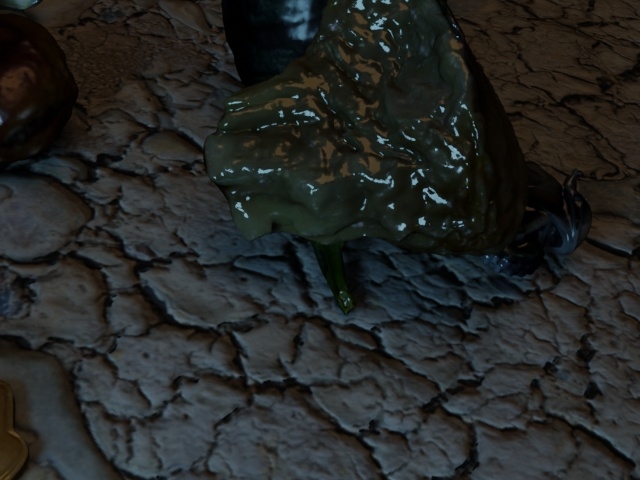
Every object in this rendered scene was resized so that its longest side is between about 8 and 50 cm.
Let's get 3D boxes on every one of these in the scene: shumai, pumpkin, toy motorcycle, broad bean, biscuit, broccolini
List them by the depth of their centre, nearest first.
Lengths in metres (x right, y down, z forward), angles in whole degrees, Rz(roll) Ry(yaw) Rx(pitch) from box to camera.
[{"bbox_3d":[-0.295,0.151,0.787,0.140,0.023,0.118,26,41,15],"label":"biscuit"},{"bbox_3d":[0.044,-0.106,1.005,0.283,0.217,0.346,-29,72,12],"label":"shumai"},{"bbox_3d":[0.013,-0.001,1.047,0.058,0.074,0.201,-5,56,-26],"label":"broccolini"},{"bbox_3d":[-0.355,-0.174,1.086,0.156,0.122,0.228,-29,44,-8],"label":"broad bean"},{"bbox_3d":[0.216,-0.064,1.130,0.159,0.106,0.270,-2,46,-15],"label":"toy motorcycle"},{"bbox_3d":[0.034,-0.294,1.203,0.239,0.315,0.315,8,30,37],"label":"pumpkin"}]

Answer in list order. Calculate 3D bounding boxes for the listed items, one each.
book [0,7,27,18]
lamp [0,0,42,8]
[{"bbox_3d":[-0.457,-0.250,1.228,0.199,0.016,0.138,-10,44,-26],"label":"book"},{"bbox_3d":[-0.413,-0.435,1.380,0.203,0.124,0.283,25,41,9],"label":"lamp"}]
